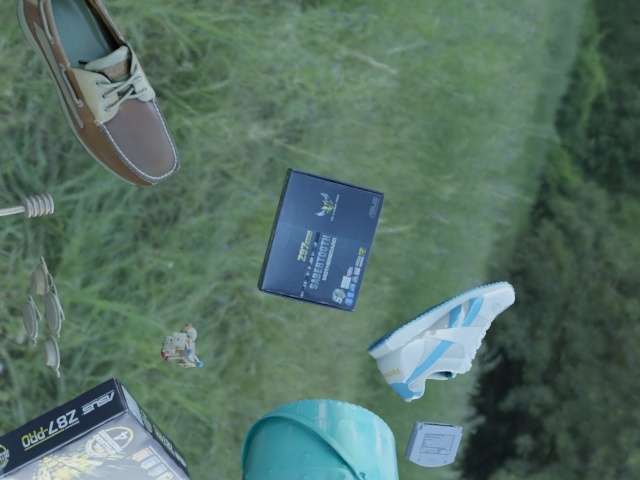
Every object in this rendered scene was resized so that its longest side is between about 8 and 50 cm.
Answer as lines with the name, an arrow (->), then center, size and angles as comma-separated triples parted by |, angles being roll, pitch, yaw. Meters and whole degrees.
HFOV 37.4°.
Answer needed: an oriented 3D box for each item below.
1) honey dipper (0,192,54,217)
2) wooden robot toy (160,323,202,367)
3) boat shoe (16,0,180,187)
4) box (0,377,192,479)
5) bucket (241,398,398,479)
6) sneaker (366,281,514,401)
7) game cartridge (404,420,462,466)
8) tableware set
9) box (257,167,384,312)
honey dipper -> -0.443, -0.037, 1.278 | 0.160, 0.030, 0.030 | -13, 124, -35
wooden robot toy -> -0.290, 0.209, 1.972 | 0.173, 0.076, 0.079 | 77, 17, -66
boat shoe -> -0.300, -0.220, 1.287 | 0.122, 0.120, 0.324 | -39, 102, -25
box -> -0.477, 0.468, 1.942 | 0.318, 0.097, 0.395 | -25, 144, -4
bucket -> -0.002, 0.392, 1.479 | 0.183, 0.281, 0.281 | -87, 177, -48
sneaker -> 0.170, 0.126, 1.233 | 0.228, 0.092, 0.087 | -27, 175, -26
game cartridge -> 0.144, 0.261, 1.209 | 0.083, 0.017, 0.056 | 14, 91, -38
tableware set -> -0.419, 0.115, 1.434 | 0.020, 0.141, 0.169 | -7, 136, -34
box -> 0.000, 0.000, 1.736 | 0.059, 0.183, 0.233 | -150, -105, -77
